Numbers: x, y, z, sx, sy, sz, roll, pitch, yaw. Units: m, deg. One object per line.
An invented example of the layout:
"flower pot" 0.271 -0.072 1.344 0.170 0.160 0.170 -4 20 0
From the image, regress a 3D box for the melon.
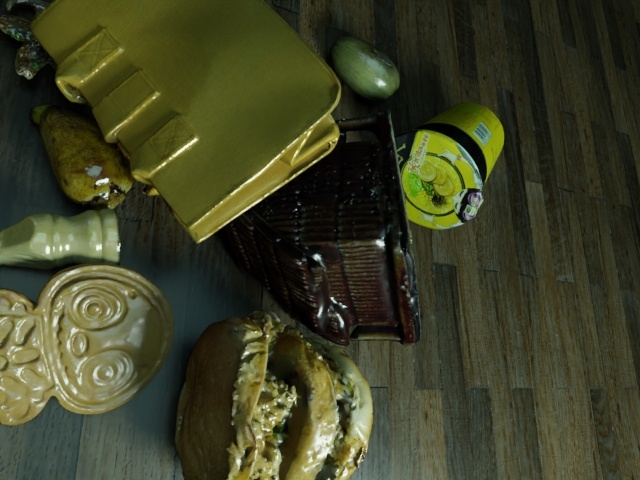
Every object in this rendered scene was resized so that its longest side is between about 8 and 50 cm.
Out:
"melon" 0.090 -0.353 1.007 0.162 0.099 0.099 38 61 -10

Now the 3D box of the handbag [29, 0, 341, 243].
"handbag" -0.188 -0.223 0.679 0.283 0.133 0.401 -38 78 -9

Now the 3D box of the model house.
"model house" 0.000 0.000 0.793 0.282 0.317 0.297 -8 46 8

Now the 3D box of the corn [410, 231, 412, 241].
"corn" 0.058 -0.074 0.916 0.288 0.086 0.087 37 61 -15

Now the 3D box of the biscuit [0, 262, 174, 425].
"biscuit" -0.336 0.134 0.632 0.288 0.044 0.202 -5 97 -30

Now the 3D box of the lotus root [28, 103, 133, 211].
"lotus root" -0.351 -0.133 0.710 0.191 0.094 0.108 55 24 2

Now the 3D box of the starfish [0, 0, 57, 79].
"starfish" -0.427 -0.299 0.754 0.209 0.053 0.150 18 55 -18

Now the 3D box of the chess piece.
"chess piece" -0.378 0.003 0.655 0.200 0.090 0.090 -4 77 -27

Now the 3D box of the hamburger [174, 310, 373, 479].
"hamburger" -0.070 0.239 0.658 0.211 0.260 0.245 19 98 -38

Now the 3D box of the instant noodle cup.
"instant noodle cup" 0.263 -0.169 0.993 0.215 0.215 0.236 51 52 -6
